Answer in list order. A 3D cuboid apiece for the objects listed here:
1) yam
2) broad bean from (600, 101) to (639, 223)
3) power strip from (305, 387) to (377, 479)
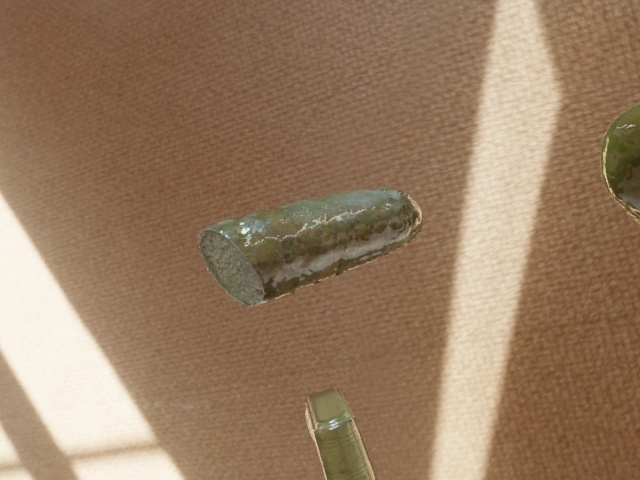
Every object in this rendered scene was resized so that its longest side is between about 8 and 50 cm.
[{"bbox_3d":[0.000,0.000,1.120,0.133,0.330,0.133,47,146,48],"label":"yam"},{"bbox_3d":[0.543,-0.087,1.109,0.291,0.119,0.238,41,145,0],"label":"broad bean"},{"bbox_3d":[0.016,0.253,1.010,0.066,0.387,0.092,-17,85,-3],"label":"power strip"}]
